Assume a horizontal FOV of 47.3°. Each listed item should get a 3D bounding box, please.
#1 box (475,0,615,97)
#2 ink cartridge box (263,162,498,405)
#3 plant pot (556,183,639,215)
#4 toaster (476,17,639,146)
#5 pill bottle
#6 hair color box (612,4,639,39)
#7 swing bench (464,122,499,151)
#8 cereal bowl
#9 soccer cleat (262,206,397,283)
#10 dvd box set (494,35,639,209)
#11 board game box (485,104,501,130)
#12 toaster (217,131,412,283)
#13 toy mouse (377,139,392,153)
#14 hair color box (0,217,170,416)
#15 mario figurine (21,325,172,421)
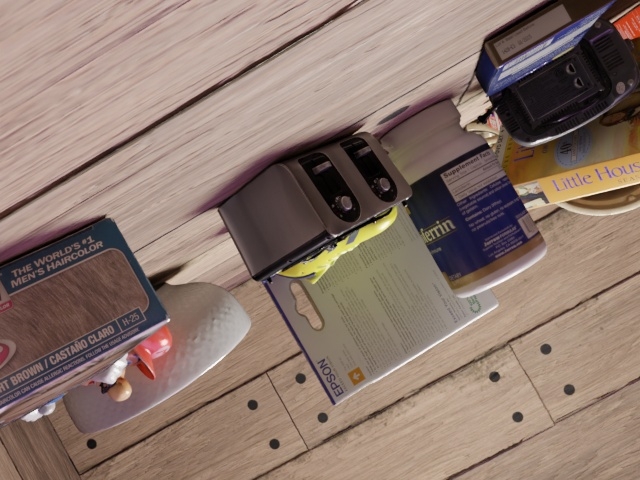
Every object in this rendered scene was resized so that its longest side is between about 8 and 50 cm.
[{"bbox_3d":[0.253,-0.230,0.860,0.136,0.036,0.225,-29,177,9],"label":"box"},{"bbox_3d":[0.076,0.050,1.217,0.330,0.324,0.071,-29,176,-11],"label":"ink cartridge box"},{"bbox_3d":[0.624,-0.227,1.648,0.334,0.333,0.305,-30,174,17],"label":"plant pot"},{"bbox_3d":[0.338,-0.219,1.058,0.227,0.129,0.146,-31,180,19],"label":"toaster"},{"bbox_3d":[0.202,-0.063,1.072,0.153,0.264,0.153,-29,177,-2],"label":"pill bottle"},{"bbox_3d":[0.545,-0.369,1.307,0.093,0.053,0.167,-30,177,-28],"label":"hair color box"},{"bbox_3d":[0.336,-0.172,1.771,0.255,0.165,0.253,-35,177,-1],"label":"swing bench"},{"bbox_3d":[-0.297,0.171,1.251,0.339,0.141,0.339,-29,-172,4],"label":"cereal bowl"},{"bbox_3d":[0.000,0.000,1.062,0.289,0.121,0.093,-12,-167,40],"label":"soccer cleat"},{"bbox_3d":[0.474,-0.204,1.110,0.420,0.062,0.307,-14,-142,38],"label":"dvd box set"},{"bbox_3d":[0.434,-0.261,1.377,0.193,0.045,0.147,-31,-148,-14],"label":"board game box"},{"bbox_3d":[-0.011,-0.038,0.875,0.168,0.110,0.186,-27,176,-45],"label":"toaster"},{"bbox_3d":[0.048,-0.111,1.009,0.161,0.031,0.143,-28,178,-38],"label":"toy mouse"},{"bbox_3d":[-0.278,0.103,0.707,0.174,0.105,0.347,-29,177,-28],"label":"hair color box"},{"bbox_3d":[-0.353,0.199,1.001,0.321,0.170,0.198,-21,-151,-21],"label":"mario figurine"}]
